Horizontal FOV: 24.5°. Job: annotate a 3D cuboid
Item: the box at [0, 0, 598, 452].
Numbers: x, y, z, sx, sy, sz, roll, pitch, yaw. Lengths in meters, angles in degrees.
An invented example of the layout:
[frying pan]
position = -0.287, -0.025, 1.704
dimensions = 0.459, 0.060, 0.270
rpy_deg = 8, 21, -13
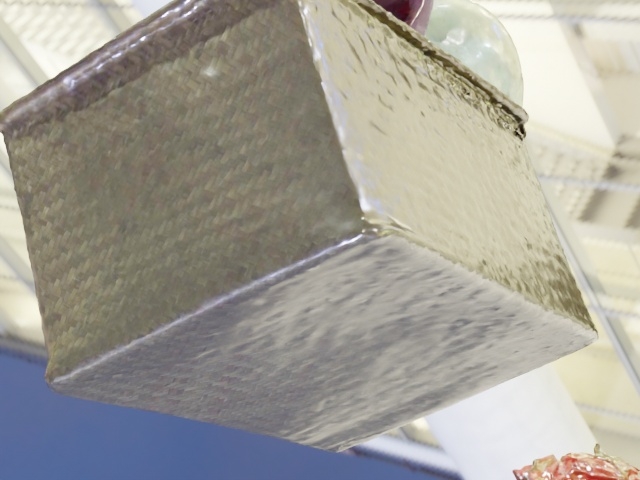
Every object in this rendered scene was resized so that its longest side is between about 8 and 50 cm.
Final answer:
[box]
position = -0.001, -0.002, 0.738
dimensions = 0.184, 0.273, 0.143
rpy_deg = -28, -116, 23

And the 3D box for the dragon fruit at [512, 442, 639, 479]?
[dragon fruit]
position = 0.251, 0.223, 1.195
dimensions = 0.127, 0.161, 0.120
rpy_deg = -40, -169, -28

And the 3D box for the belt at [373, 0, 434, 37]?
[belt]
position = -0.034, -0.248, 1.004
dimensions = 0.295, 0.160, 0.207
rpy_deg = 20, -138, 13

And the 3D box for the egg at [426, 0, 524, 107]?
[egg]
position = 0.079, -0.150, 1.967
dimensions = 0.428, 0.345, 0.345
rpy_deg = -46, -140, -12
